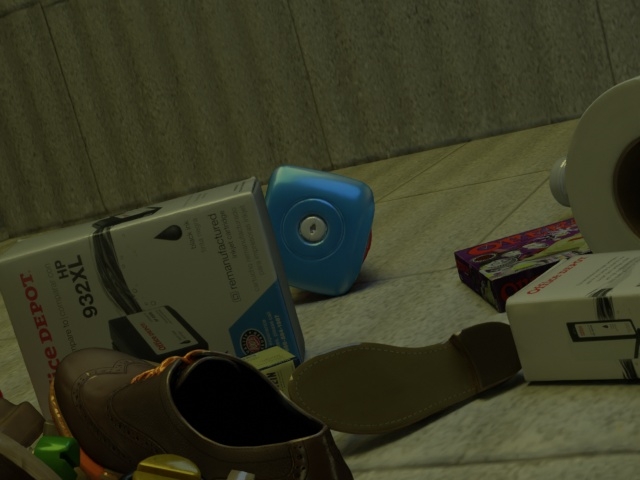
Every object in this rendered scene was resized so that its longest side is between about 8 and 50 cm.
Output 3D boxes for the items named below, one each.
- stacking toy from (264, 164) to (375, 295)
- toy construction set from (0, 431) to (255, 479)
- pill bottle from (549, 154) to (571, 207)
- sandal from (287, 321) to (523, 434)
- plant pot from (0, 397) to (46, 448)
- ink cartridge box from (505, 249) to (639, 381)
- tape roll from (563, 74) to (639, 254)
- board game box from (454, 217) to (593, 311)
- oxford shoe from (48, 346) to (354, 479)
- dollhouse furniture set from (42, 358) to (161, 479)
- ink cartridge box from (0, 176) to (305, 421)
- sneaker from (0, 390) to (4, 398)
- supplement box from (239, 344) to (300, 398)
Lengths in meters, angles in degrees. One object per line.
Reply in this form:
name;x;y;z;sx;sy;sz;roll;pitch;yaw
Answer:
stacking toy;0.000;0.000;1.764;0.166;0.175;0.302;14;-5;5
toy construction set;-0.130;0.208;0.659;0.237;0.257;0.309;3;2;7
pill bottle;0.420;-0.087;1.641;0.108;0.108;0.180;-20;10;-26
sandal;0.078;0.140;1.071;0.240;0.088;0.079;-12;-23;-20
plant pot;-0.367;0.202;0.993;0.237;0.109;0.237;-39;6;5
ink cartridge box;0.298;0.065;1.042;0.203;0.085;0.148;-8;12;41
tape roll;0.404;-0.072;1.180;0.169;0.246;0.246;-23;13;-38
board game box;0.358;0.002;1.425;0.347;0.056;0.208;-16;6;-4
oxford shoe;-0.100;0.133;0.883;0.130;0.132;0.364;-22;28;-39
dollhouse furniture set;-0.150;0.201;1.062;0.161;0.101;0.182;12;16;11
ink cartridge box;-0.193;0.077;1.326;0.307;0.223;0.129;-15;11;3
sneaker;-0.366;0.193;1.220;0.087;0.128;0.221;-22;12;-33
supplement box;-0.065;0.154;1.186;0.083;0.056;0.083;-18;10;-16
